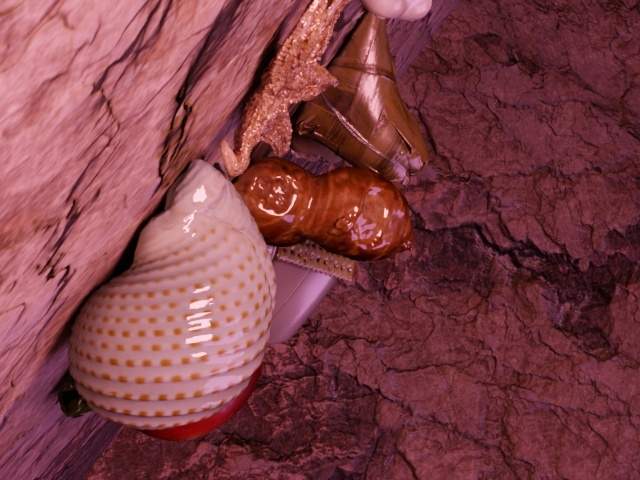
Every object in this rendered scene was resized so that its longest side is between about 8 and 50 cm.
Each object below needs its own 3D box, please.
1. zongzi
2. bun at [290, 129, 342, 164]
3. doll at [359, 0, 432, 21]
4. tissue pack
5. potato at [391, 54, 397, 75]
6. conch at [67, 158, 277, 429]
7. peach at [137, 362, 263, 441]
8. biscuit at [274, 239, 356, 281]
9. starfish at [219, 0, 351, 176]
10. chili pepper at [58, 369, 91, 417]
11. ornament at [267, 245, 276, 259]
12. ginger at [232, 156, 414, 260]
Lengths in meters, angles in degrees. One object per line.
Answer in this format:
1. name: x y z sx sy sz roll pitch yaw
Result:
1. zongzi: 0.122 -0.247 1.462 0.274 0.251 0.125 -55 -165 18
2. bun: 0.031 -0.220 1.633 0.193 0.128 0.178 -51 -179 8
3. doll: 0.121 -0.364 1.071 0.110 0.107 0.181 -5 151 -37
4. tissue pack: -0.088 0.071 1.923 0.333 0.236 0.229 -53 -156 5
5. potato: 0.134 -0.389 1.969 0.188 0.085 0.105 -76 -179 -83
6. conch: -0.157 0.079 1.034 0.319 0.215 0.303 -52 -170 7
7. peach: -0.209 0.175 1.244 0.243 0.243 0.199 -53 175 -19
8. biscuit: 0.000 0.000 1.790 0.016 0.231 0.139 -1 -105 47
9. starfish: -0.034 -0.198 1.030 0.299 0.060 0.302 -59 174 -5
10. chili pepper: -0.351 0.230 1.352 0.359 0.076 0.085 121 -19 -82
11. ornament: -0.161 0.030 1.669 0.285 0.120 0.130 -55 176 -45
12. ginger: 0.006 -0.046 1.467 0.274 0.357 0.152 143 -45 -77
